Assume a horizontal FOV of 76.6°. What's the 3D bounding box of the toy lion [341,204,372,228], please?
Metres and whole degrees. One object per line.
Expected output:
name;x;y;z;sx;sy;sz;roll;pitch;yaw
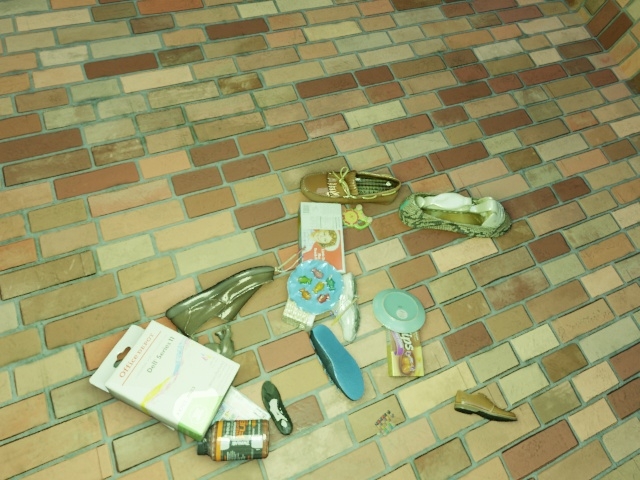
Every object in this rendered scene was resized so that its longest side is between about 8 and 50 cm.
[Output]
toy lion;0.133;-0.082;1.543;0.096;0.034;0.100;-36;78;-14

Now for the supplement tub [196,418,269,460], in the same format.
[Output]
supplement tub;-0.246;0.566;1.150;0.198;0.106;0.106;1;68;-10

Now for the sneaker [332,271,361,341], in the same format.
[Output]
sneaker;0.072;0.229;1.386;0.115;0.090;0.232;-7;79;20

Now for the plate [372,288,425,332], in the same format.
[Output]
plate;0.274;0.234;1.402;0.188;0.024;0.188;7;44;-6

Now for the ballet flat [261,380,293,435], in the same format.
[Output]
ballet flat;-0.138;0.517;1.250;0.057;0.049;0.173;-23;67;-14

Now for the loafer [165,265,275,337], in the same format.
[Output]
loafer;-0.304;0.194;1.315;0.366;0.134;0.130;-26;93;-10

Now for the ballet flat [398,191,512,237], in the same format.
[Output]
ballet flat;0.545;-0.108;1.540;0.483;0.182;0.164;5;66;-8

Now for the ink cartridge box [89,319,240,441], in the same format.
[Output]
ink cartridge box;-0.429;0.367;1.116;0.353;0.119;0.207;26;54;1

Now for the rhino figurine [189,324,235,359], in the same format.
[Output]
rhino figurine;-0.381;0.354;1.253;0.243;0.073;0.106;-18;69;-15

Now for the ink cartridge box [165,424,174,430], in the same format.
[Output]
ink cartridge box;-0.453;0.486;1.171;0.135;0.099;0.056;31;66;4

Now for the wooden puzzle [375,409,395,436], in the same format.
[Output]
wooden puzzle;0.207;0.587;1.294;0.083;0.006;0.049;-37;78;-21

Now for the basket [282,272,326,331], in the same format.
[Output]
basket;-0.055;0.204;1.350;0.103;0.113;0.167;19;66;2

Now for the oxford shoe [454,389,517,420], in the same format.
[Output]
oxford shoe;0.549;0.546;1.337;0.212;0.076;0.076;19;55;-3

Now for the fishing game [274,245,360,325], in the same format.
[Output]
fishing game;-0.017;0.142;1.298;0.189;0.041;0.264;-38;73;-22

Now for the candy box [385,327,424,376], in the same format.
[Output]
candy box;0.283;0.364;1.374;0.109;0.053;0.187;3;69;-8

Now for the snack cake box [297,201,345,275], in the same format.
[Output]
snack cake box;0.000;0.000;1.453;0.152;0.089;0.264;2;68;-11

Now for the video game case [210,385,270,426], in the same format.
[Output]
video game case;-0.254;0.546;1.226;0.157;0.019;0.143;35;67;4

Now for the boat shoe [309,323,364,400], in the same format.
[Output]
boat shoe;0.054;0.391;1.308;0.109;0.089;0.258;-16;66;-29

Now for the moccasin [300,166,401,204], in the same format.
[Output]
moccasin;0.114;-0.203;1.523;0.380;0.147;0.139;7;67;-7
